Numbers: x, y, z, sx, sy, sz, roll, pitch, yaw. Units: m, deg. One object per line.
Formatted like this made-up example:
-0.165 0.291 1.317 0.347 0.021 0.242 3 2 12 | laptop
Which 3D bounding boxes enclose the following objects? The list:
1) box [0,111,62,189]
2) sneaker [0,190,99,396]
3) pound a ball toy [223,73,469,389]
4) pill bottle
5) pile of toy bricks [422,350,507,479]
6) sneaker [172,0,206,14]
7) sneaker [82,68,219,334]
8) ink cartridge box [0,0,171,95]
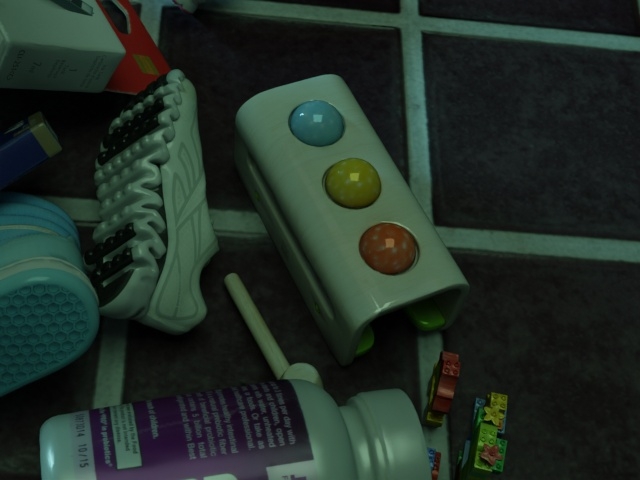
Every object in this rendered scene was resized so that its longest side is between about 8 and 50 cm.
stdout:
-0.343 -0.042 1.065 0.225 0.136 0.036 -35 107 -6 | box
-0.350 0.067 1.046 0.319 0.127 0.208 -20 33 1 | sneaker
0.000 0.000 1.121 0.208 0.135 0.319 -18 61 -20 | pound a ball toy
-0.068 0.205 0.950 0.302 0.169 0.169 -8 58 -12 | pill bottle
0.137 0.199 1.028 0.118 0.105 0.212 13 56 0 | pile of toy bricks
-0.165 -0.390 1.306 0.111 0.103 0.252 -26 104 4 | sneaker
-0.156 -0.038 1.143 0.118 0.110 0.292 31 49 -36 | sneaker
-0.284 -0.277 1.229 0.261 0.066 0.296 -3 51 -47 | ink cartridge box
